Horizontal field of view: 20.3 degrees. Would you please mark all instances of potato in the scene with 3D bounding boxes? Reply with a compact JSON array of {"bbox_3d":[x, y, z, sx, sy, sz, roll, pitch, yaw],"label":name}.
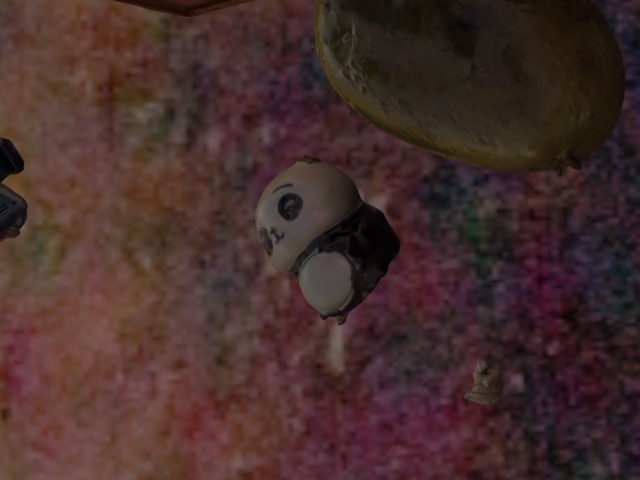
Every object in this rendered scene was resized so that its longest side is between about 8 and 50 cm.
[{"bbox_3d":[0.166,-0.213,1.863,0.359,0.219,0.269,29,96,36],"label":"potato"}]

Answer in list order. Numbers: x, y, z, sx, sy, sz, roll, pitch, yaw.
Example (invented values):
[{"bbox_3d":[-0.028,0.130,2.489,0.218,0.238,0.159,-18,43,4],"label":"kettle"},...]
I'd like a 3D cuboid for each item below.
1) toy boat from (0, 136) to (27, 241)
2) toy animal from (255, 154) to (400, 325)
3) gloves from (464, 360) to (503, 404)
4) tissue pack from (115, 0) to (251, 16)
[{"bbox_3d":[-0.386,-0.054,1.875,0.309,0.142,0.129,15,141,53],"label":"toy boat"},{"bbox_3d":[0.000,0.000,2.103,0.179,0.138,0.166,46,131,3],"label":"toy animal"},{"bbox_3d":[0.156,0.135,1.699,0.037,0.081,0.044,-15,91,15],"label":"gloves"},{"bbox_3d":[-0.075,-0.289,1.083,0.145,0.194,0.274,-12,91,15],"label":"tissue pack"}]
